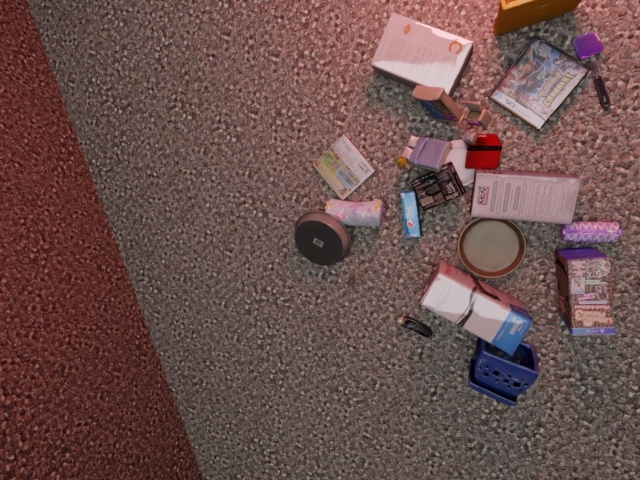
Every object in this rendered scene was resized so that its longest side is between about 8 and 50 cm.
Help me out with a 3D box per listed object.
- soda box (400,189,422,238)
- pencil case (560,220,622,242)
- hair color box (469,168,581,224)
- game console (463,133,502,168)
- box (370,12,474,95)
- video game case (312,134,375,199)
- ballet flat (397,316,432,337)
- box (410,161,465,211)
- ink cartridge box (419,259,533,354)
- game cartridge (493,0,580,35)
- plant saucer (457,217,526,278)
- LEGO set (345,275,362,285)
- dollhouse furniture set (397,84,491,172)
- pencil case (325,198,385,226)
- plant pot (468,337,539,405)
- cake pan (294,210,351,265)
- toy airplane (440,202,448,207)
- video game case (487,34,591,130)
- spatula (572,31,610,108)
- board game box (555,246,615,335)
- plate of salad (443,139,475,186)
[{"bbox_3d":[0.406,-0.117,1.876,0.067,0.071,0.210,-5,97,21],"label":"soda box"},{"bbox_3d":[1.067,-0.033,1.663,0.205,0.088,0.087,-1,100,19],"label":"pencil case"},{"bbox_3d":[0.808,-0.180,1.691,0.373,0.113,0.186,6,110,15],"label":"hair color box"},{"bbox_3d":[0.666,-0.371,1.743,0.143,0.085,0.124,-1,54,-2],"label":"game console"},{"bbox_3d":[0.415,-0.744,1.721,0.345,0.168,0.215,28,106,13],"label":"box"},{"bbox_3d":[0.108,-0.340,1.964,0.206,0.026,0.227,-41,86,19],"label":"video game case"},{"bbox_3d":[0.440,0.401,1.961,0.173,0.049,0.058,21,104,14],"label":"ballet flat"},{"bbox_3d":[0.497,-0.228,1.785,0.180,0.077,0.148,-25,93,36],"label":"box"},{"bbox_3d":[0.634,0.261,1.748,0.394,0.285,0.166,28,105,12],"label":"ink cartridge box"},{"bbox_3d":[0.781,-0.841,1.501,0.285,0.323,0.053,-10,98,19],"label":"game cartridge"},{"bbox_3d":[0.732,0.026,1.809,0.277,0.041,0.278,3,99,17],"label":"plant saucer"},{"bbox_3d":[0.163,0.196,2.038,0.083,0.023,0.054,5,103,4],"label":"LEGO set"},{"bbox_3d":[0.448,-0.415,1.664,0.286,0.198,0.304,30,94,47],"label":"dollhouse furniture set"},{"bbox_3d":[0.158,-0.128,1.933,0.272,0.113,0.124,2,113,19],"label":"pencil case"},{"bbox_3d":[0.761,0.540,1.787,0.235,0.236,0.212,22,112,14],"label":"plant pot"},{"bbox_3d":[0.000,0.000,1.978,0.292,0.054,0.294,14,127,19],"label":"cake pan"},{"bbox_3d":[0.517,-0.218,1.846,0.151,0.028,0.151,3,101,19],"label":"toy airplane"},{"bbox_3d":[0.852,-0.617,1.653,0.248,0.035,0.275,41,110,14],"label":"video game case"},{"bbox_3d":[1.049,-0.645,1.599,0.084,0.030,0.297,-18,93,26],"label":"spatula"},{"bbox_3d":[1.023,0.190,1.637,0.140,0.232,0.292,-6,97,20],"label":"board game box"},{"bbox_3d":[0.588,-0.328,1.794,0.199,0.048,0.200,3,101,16],"label":"plate of salad"}]
